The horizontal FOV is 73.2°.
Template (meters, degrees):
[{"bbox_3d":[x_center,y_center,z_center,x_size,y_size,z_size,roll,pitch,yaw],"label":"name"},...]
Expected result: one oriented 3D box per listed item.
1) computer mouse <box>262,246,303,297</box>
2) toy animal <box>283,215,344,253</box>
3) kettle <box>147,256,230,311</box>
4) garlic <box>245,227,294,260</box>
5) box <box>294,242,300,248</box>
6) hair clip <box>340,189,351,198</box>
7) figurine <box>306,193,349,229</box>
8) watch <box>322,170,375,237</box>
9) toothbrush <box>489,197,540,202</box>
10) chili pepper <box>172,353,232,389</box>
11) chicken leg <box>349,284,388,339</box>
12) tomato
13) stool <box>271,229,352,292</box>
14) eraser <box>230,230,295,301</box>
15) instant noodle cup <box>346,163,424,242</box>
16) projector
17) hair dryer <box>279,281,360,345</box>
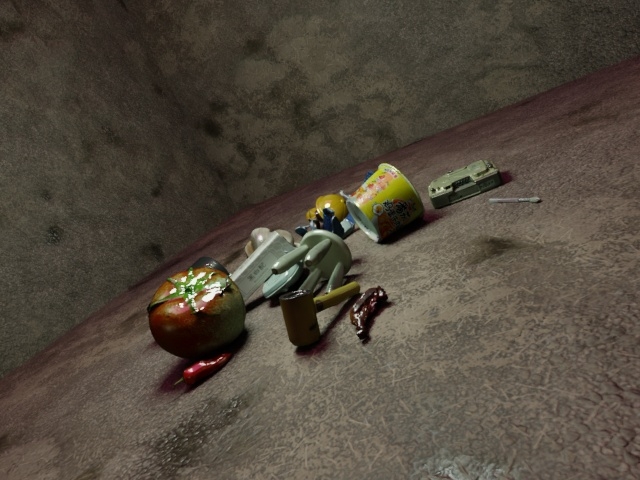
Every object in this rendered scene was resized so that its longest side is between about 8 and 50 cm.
[{"bbox_3d":[-0.126,0.128,1.633,0.159,0.097,0.288,-37,18,18],"label":"computer mouse"},{"bbox_3d":[0.000,0.000,1.556,0.239,0.176,0.255,-42,-18,21],"label":"toy animal"},{"bbox_3d":[-0.510,0.250,1.778,0.308,0.262,0.203,-47,-10,-44],"label":"kettle"},{"bbox_3d":[-0.240,0.051,1.969,0.210,0.238,0.292,16,30,-9],"label":"garlic"},{"bbox_3d":[-0.144,0.054,2.015,0.122,0.032,0.220,-35,18,-21],"label":"box"},{"bbox_3d":[0.175,-0.191,2.058,0.049,0.172,0.116,-65,29,3],"label":"hair clip"},{"bbox_3d":[0.031,-0.133,2.079,0.192,0.167,0.256,-23,10,-40],"label":"figurine"},{"bbox_3d":[0.118,-0.128,1.805,0.276,0.068,0.275,-39,-26,-21],"label":"watch"},{"bbox_3d":[0.626,-0.130,1.399,0.017,0.014,0.194,-32,17,-18],"label":"toothbrush"},{"bbox_3d":[-0.347,0.378,1.269,0.191,0.050,0.059,-26,-3,-27],"label":"chili pepper"},{"bbox_3d":[0.120,0.183,1.145,0.089,0.048,0.219,-18,17,38],"label":"chicken leg"},{"bbox_3d":[-0.392,0.238,1.410,0.303,0.239,0.304,-7,37,5],"label":"tomato"},{"bbox_3d":[-0.022,0.090,1.407,0.195,0.195,0.199,-14,21,36],"label":"stool"},{"bbox_3d":[-0.272,0.139,1.622,0.404,0.096,0.098,-46,17,-5],"label":"eraser"},{"bbox_3d":[0.232,-0.132,1.636,0.200,0.264,0.264,-36,17,-8],"label":"instant noodle cup"},{"bbox_3d":[0.559,-0.231,1.697,0.269,0.088,0.194,-21,19,19],"label":"projector"},{"bbox_3d":[0.014,0.187,1.222,0.278,0.135,0.090,-17,6,-42],"label":"hair dryer"}]
